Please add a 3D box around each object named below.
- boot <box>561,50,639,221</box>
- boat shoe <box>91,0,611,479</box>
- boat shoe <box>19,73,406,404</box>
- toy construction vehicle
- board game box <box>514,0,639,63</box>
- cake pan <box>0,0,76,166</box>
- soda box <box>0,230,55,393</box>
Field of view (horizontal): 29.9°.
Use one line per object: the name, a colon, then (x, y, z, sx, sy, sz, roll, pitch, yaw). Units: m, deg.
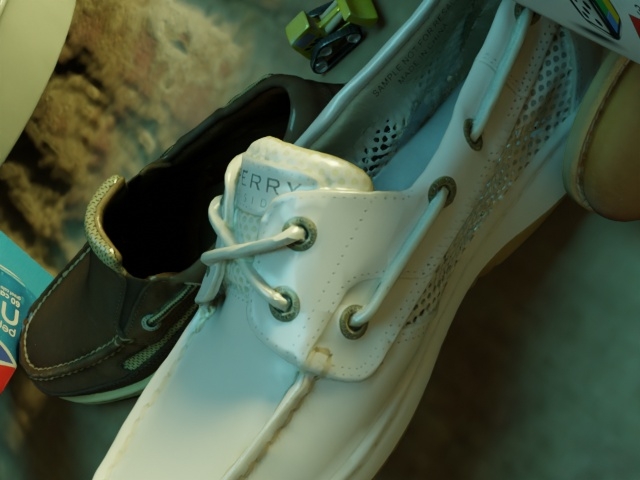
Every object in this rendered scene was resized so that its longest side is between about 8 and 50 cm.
boot: (0.175, -0.034, 0.351, 0.197, 0.073, 0.152, -45, 52, 25)
boat shoe: (0.000, 0.000, 0.422, 0.098, 0.096, 0.277, 19, 65, 47)
boat shoe: (-0.074, -0.003, 0.559, 0.257, 0.095, 0.095, -34, 54, 31)
toy construction vehicle: (0.012, -0.143, 0.571, 0.098, 0.035, 0.086, -37, 53, 29)
board game box: (0.097, -0.177, 0.419, 0.193, 0.053, 0.305, -41, 39, -4)
cake pan: (-0.247, -0.095, 0.747, 0.293, 0.054, 0.293, -33, 41, 33)
soda box: (-0.208, 0.078, 0.608, 0.071, 0.067, 0.210, -37, 20, 28)
